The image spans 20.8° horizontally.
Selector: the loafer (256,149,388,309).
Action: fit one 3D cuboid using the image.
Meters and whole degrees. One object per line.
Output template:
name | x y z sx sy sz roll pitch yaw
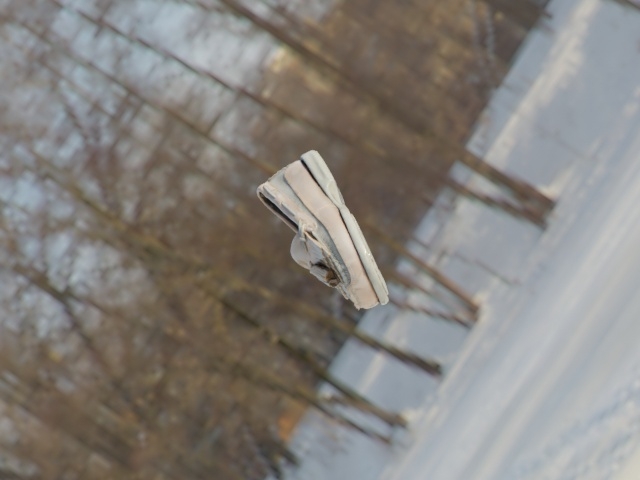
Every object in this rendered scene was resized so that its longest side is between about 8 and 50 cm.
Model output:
loafer | 0.000 0.000 0.866 0.039 0.045 0.125 -24 34 -1
